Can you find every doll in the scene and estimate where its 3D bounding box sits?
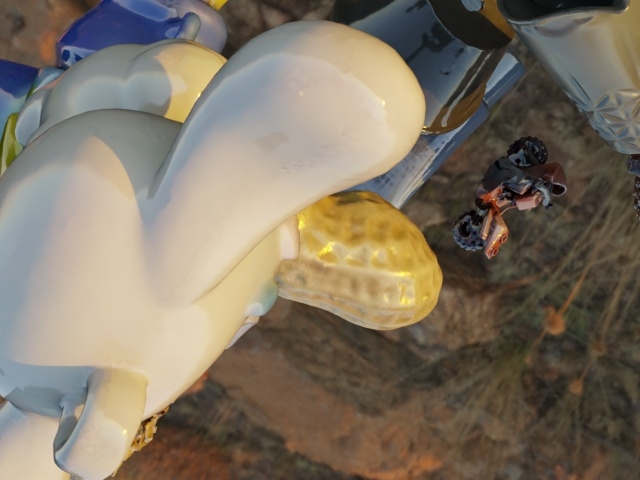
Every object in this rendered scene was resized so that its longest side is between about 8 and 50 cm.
[{"bbox_3d":[-0.101,-0.022,0.559,0.376,0.366,0.187,-33,127,18],"label":"doll"}]

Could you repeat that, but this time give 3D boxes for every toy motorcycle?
[{"bbox_3d":[0.301,-0.063,1.561,0.118,0.212,0.084,33,173,30],"label":"toy motorcycle"}]

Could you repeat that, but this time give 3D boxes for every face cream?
[{"bbox_3d":[0.172,-0.167,1.639,0.135,0.385,0.086,47,-178,23],"label":"face cream"}]

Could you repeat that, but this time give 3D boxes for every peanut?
[{"bbox_3d":[0.000,0.000,1.102,0.305,0.147,0.147,21,158,-18],"label":"peanut"}]

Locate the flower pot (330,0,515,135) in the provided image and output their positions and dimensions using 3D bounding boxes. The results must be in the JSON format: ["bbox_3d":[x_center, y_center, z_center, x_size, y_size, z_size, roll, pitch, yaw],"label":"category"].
[{"bbox_3d":[0.165,-0.298,1.392,0.269,0.269,0.166,42,144,-11],"label":"flower pot"}]

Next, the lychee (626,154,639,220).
[{"bbox_3d":[0.577,-0.100,1.452,0.260,0.261,0.261,28,152,17],"label":"lychee"}]

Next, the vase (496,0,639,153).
[{"bbox_3d":[0.320,-0.229,1.164,0.301,0.156,0.251,44,-171,-44],"label":"vase"}]

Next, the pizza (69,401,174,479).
[{"bbox_3d":[-0.210,0.199,1.094,0.069,0.226,0.147,39,179,-10],"label":"pizza"}]
